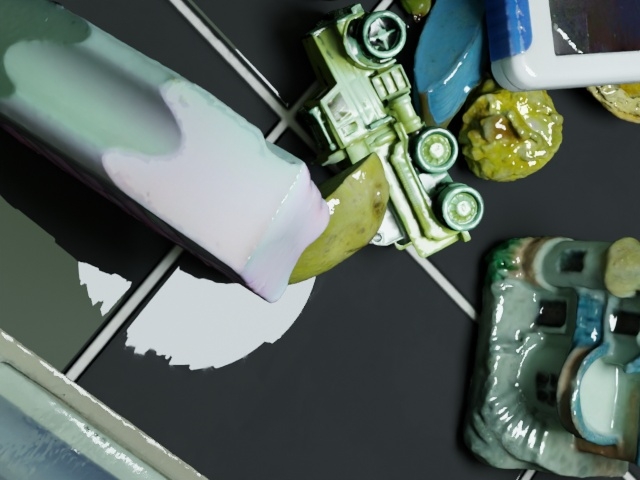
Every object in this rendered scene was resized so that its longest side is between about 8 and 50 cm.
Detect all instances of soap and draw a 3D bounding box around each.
[{"bbox_3d":[-0.159,-0.087,0.901,0.324,0.193,0.109,33,81,17],"label":"soap"}]

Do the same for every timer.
[{"bbox_3d":[0.287,-0.251,1.133,0.253,0.078,0.178,-6,92,-23],"label":"timer"}]

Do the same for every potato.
[{"bbox_3d":[0.000,0.000,1.010,0.081,0.149,0.120,54,32,-14],"label":"potato"}]

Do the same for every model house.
[{"bbox_3d":[0.328,0.129,1.107,0.194,0.325,0.267,9,86,-29],"label":"model house"}]

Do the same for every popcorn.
[{"bbox_3d":[0.207,-0.122,1.160,0.121,0.106,0.116,-56,135,-11],"label":"popcorn"}]

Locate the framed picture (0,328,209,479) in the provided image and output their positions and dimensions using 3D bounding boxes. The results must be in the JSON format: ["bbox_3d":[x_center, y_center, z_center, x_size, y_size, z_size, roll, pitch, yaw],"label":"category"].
[{"bbox_3d":[-0.224,0.337,0.986,0.446,0.028,0.326,41,73,-22],"label":"framed picture"}]

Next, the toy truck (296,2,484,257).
[{"bbox_3d":[0.050,-0.103,1.074,0.135,0.128,0.259,-24,102,-11],"label":"toy truck"}]

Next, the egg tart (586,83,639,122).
[{"bbox_3d":[0.358,-0.241,1.249,0.212,0.090,0.212,1,88,-29],"label":"egg tart"}]

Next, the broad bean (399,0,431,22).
[{"bbox_3d":[0.028,-0.276,1.098,0.213,0.048,0.070,7,87,-31],"label":"broad bean"}]

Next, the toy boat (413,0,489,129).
[{"bbox_3d":[0.146,-0.197,1.148,0.077,0.075,0.185,45,62,-54],"label":"toy boat"}]
